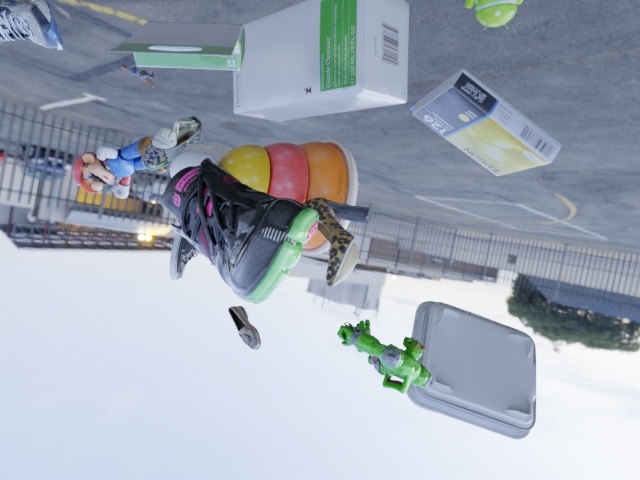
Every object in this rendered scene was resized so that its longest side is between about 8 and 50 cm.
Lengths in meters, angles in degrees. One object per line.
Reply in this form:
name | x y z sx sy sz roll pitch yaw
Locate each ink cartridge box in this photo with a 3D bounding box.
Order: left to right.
ink cartridge box | -0.214 -0.302 0.732 0.171 0.056 0.235 0 -143 -5
ink cartridge box | 0.397 -0.281 1.190 0.304 0.072 0.307 32 171 -9

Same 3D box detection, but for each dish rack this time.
dish rack | 0.386 0.301 1.122 0.333 0.285 0.072 21 146 -4

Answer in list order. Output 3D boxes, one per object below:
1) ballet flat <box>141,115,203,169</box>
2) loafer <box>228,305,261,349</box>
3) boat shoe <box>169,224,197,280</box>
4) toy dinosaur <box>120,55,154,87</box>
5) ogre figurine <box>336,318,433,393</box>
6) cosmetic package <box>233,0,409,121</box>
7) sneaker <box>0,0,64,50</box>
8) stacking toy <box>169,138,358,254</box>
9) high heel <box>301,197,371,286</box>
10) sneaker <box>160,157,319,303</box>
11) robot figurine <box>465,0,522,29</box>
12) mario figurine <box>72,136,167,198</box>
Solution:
ballet flat | -0.190 -0.132 0.588 0.041 0.041 0.114 12 -142 18
loafer | -0.184 0.207 1.085 0.039 0.045 0.125 17 -149 -51
boat shoe | -0.439 0.022 1.507 0.076 0.228 0.080 7 161 0
toy dinosaur | -0.482 -0.439 1.207 0.082 0.090 0.047 -6 -136 -21
ogre figurine | 0.127 0.213 0.821 0.118 0.097 0.197 19 145 51
cosmetic package | -0.012 -0.365 0.942 0.366 0.196 0.155 4 -172 41
sneaker | -0.328 -0.234 0.496 0.135 0.052 0.058 33 -128 32
stacking toy | -0.170 -0.161 1.262 0.481 0.349 0.351 11 -179 -32
high heel | 0.000 0.000 1.084 0.187 0.261 0.093 10 137 17
sneaker | -0.170 -0.030 0.783 0.202 0.185 0.483 36 168 -29
robot figurine | 0.294 -0.415 0.766 0.101 0.115 0.067 -6 -168 -6
mario figurine | -0.678 -0.224 1.516 0.321 0.197 0.170 -13 -156 16
